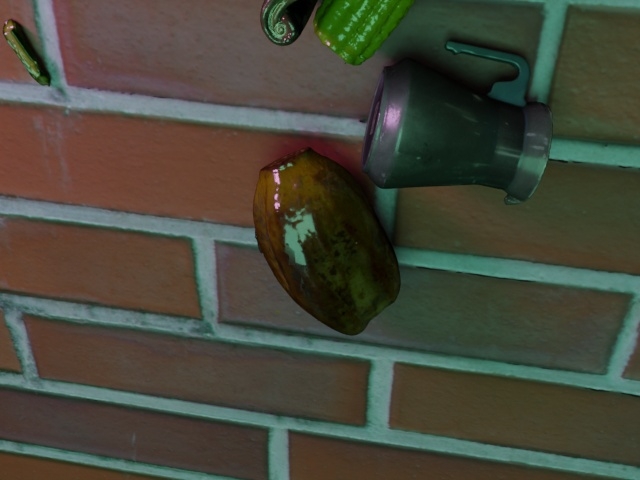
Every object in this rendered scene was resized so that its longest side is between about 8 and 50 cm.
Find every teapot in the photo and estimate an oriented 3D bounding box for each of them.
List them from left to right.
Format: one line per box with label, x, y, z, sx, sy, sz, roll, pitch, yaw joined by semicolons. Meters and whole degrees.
teapot;0.179;-0.152;1.013;0.225;0.171;0.203;11;97;-4

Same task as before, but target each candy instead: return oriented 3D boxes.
candy;0.076;-0.315;0.947;0.096;0.097;0.209;33;119;-12

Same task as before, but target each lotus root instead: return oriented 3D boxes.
lotus root;-0.001;-0.005;1.151;0.193;0.193;0.291;-16;123;22

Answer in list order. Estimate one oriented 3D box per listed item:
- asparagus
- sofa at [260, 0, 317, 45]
asparagus;-0.427;-0.270;1.131;0.025;0.021;0.108;-15;121;21
sofa;-0.085;-0.361;0.881;0.182;0.200;0.258;-29;117;26
